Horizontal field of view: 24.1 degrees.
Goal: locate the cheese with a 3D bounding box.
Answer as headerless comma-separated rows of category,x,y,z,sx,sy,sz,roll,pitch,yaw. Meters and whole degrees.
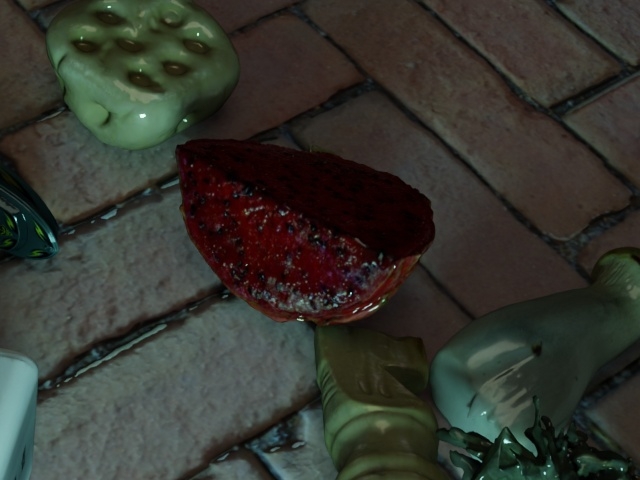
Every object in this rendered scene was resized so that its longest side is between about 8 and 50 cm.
cheese,-0.217,-0.202,1.803,0.235,0.117,0.218,12,49,-4

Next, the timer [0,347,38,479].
timer,-0.373,0.211,1.347,0.192,0.194,0.195,13,48,-2

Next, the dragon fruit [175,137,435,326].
dragon fruit,0.000,0.000,1.672,0.317,0.152,0.205,28,29,29

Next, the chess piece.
chess piece,0.059,0.192,1.536,0.137,0.137,0.301,3,38,-11

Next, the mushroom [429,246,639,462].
mushroom,0.264,0.124,1.648,0.328,0.122,0.159,-28,97,-31

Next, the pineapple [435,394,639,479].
pineapple,0.269,0.261,1.443,0.340,0.169,0.169,36,50,1

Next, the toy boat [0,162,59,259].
toy boat,-0.386,-0.048,1.642,0.246,0.093,0.103,29,42,12
